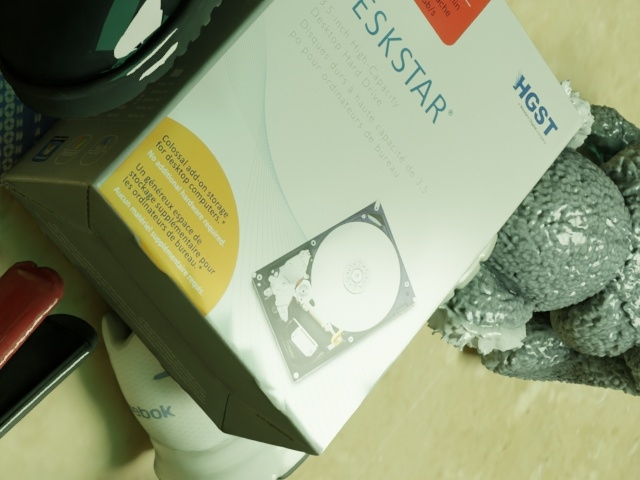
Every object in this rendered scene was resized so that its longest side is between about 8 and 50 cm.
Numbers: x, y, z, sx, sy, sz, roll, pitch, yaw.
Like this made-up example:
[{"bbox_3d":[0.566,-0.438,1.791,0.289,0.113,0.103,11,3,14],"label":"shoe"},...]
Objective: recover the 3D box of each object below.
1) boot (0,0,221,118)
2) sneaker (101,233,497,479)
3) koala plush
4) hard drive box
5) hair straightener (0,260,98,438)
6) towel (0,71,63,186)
[{"bbox_3d":[-0.091,-0.202,0.744,0.246,0.094,0.207,-60,146,-22],"label":"boot"},{"bbox_3d":[0.000,0.000,0.998,0.297,0.111,0.129,-52,133,-27],"label":"sneaker"},{"bbox_3d":[0.158,-0.004,1.146,0.221,0.203,0.196,21,87,-42],"label":"koala plush"},{"bbox_3d":[-0.006,-0.044,0.891,0.232,0.089,0.181,-51,119,-23],"label":"hard drive box"},{"bbox_3d":[-0.182,0.120,0.858,0.230,0.047,0.089,-54,140,-23],"label":"hair straightener"},{"bbox_3d":[-0.059,-0.171,0.913,0.336,0.040,0.243,-20,121,-45],"label":"towel"}]
